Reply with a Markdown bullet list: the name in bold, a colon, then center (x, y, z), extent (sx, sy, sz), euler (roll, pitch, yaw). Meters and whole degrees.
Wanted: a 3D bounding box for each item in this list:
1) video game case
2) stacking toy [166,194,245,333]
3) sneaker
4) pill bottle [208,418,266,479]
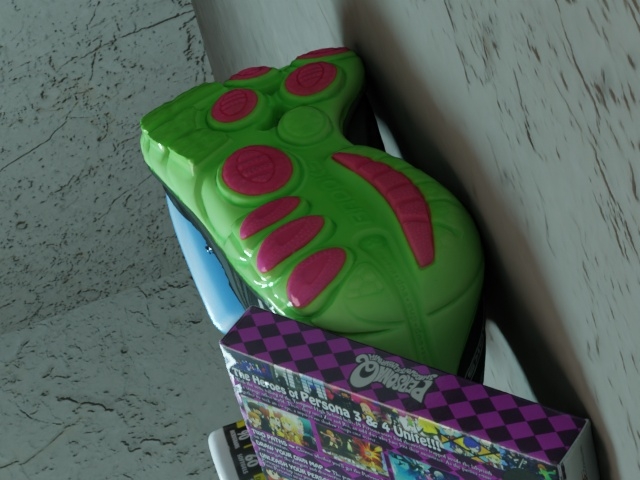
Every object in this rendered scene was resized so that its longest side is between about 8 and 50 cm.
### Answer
- **video game case**: center (0.063, 0.151, 1.168), extent (0.232, 0.042, 0.210), euler (17, 142, 33)
- **stacking toy**: center (0.000, 0.000, 1.726), extent (0.302, 0.175, 0.165), euler (35, -147, -72)
- **sneaker**: center (-0.008, 0.006, 1.381), extent (0.483, 0.185, 0.202), euler (-115, 10, -63)
- **pill bottle**: center (0.020, 0.182, 1.673), extent (0.119, 0.208, 0.119), euler (160, 90, -87)
